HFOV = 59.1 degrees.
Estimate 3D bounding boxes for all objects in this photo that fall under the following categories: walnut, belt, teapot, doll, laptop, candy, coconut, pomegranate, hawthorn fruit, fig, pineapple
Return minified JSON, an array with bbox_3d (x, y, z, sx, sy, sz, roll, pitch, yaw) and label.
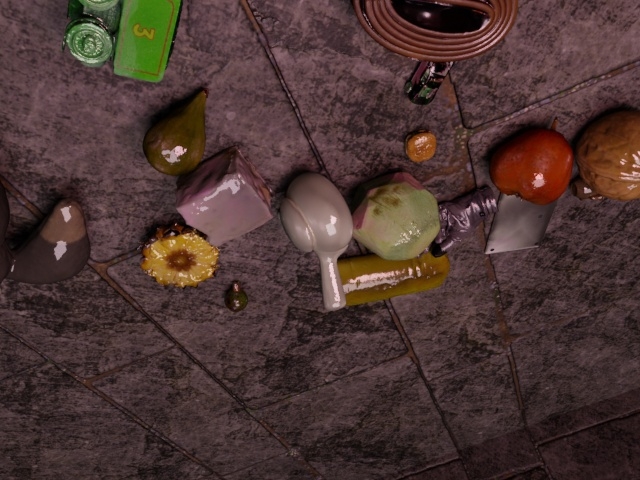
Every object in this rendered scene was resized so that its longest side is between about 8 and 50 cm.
[{"bbox_3d":[0.760,-0.211,1.415,0.228,0.228,0.228,-8,135,-8],"label":"walnut"},{"bbox_3d":[0.209,-0.467,1.080,0.339,0.122,0.217,5,134,-20],"label":"belt"},{"bbox_3d":[0.750,-0.134,1.595,0.080,0.085,0.110,-11,155,-2],"label":"teapot"},{"bbox_3d":[-0.701,-0.053,1.217,0.379,0.252,0.382,-19,151,-46],"label":"doll"},{"bbox_3d":[0.595,-0.064,1.662,0.188,0.015,0.269,-8,136,-7],"label":"laptop"},{"bbox_3d":[-0.218,-0.097,1.320,0.195,0.137,0.185,-27,135,9],"label":"candy"},{"bbox_3d":[0.180,-0.065,1.417,0.236,0.235,0.204,-27,162,12],"label":"coconut"},{"bbox_3d":[-0.241,0.165,1.619,0.073,0.073,0.084,0,134,-15],"label":"pomegranate"},{"bbox_3d":[0.542,-0.204,1.413,0.197,0.196,0.225,21,101,-31],"label":"hawthorn fruit"},{"bbox_3d":[0.007,-0.006,1.354,0.149,0.318,0.220,-27,166,-14],"label":"teapot"},{"bbox_3d":[-0.280,-0.218,1.183,0.185,0.133,0.126,-31,98,9],"label":"fig"},{"bbox_3d":[-0.359,0.033,1.451,0.225,0.076,0.224,-7,132,-8],"label":"pineapple"}]

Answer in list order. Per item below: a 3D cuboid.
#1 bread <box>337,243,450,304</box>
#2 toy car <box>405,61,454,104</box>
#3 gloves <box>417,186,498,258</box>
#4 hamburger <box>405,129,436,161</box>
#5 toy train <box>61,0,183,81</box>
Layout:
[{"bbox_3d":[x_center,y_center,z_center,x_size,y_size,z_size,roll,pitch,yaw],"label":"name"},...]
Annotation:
[{"bbox_3d":[0.195,0.111,1.657,0.384,0.112,0.166,-9,135,-8],"label":"bread"},{"bbox_3d":[0.244,-0.361,1.241,0.069,0.055,0.142,6,133,-26],"label":"toy car"},{"bbox_3d":[0.364,-0.042,1.553,0.285,0.119,0.142,-35,123,0],"label":"gloves"},{"bbox_3d":[0.246,-0.231,1.380,0.076,0.044,0.083,-19,133,3],"label":"hamburger"},{"bbox_3d":[-0.343,-0.405,0.987,0.188,0.132,0.243,4,135,-26],"label":"toy train"}]
